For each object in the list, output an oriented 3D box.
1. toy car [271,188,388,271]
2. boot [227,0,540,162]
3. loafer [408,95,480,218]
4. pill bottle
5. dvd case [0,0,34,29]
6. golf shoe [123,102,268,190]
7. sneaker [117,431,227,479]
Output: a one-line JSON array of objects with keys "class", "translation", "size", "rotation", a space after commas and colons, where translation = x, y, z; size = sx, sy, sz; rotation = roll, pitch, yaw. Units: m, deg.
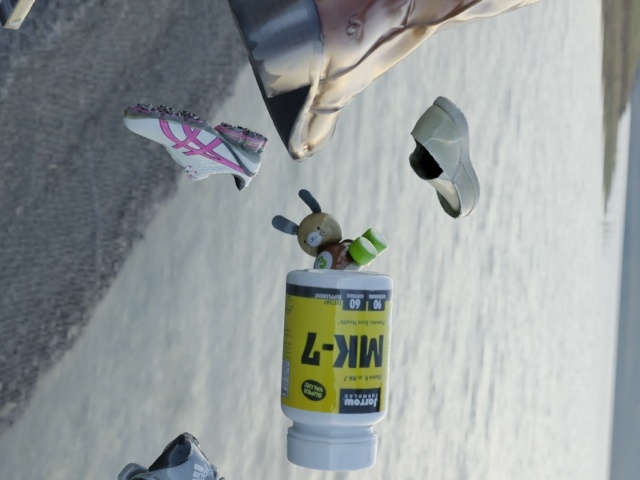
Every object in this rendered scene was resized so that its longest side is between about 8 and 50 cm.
[{"class": "toy car", "translation": [0.000, 0.000, 1.926], "size": [0.188, 0.155, 0.149], "rotation": [48, 22, 3]}, {"class": "boot", "translation": [0.082, -0.170, 0.768], "size": [0.264, 0.280, 0.096], "rotation": [72, -5, -71]}, {"class": "loafer", "translation": [0.198, -0.126, 1.728], "size": [0.102, 0.092, 0.268], "rotation": [51, -12, 39]}, {"class": "pill bottle", "translation": [0.017, 0.138, 1.136], "size": [0.119, 0.119, 0.208], "rotation": [-2, 94, -73]}, {"class": "dvd case", "translation": [-0.198, -0.285, 0.735], "size": [0.018, 0.221, 0.164], "rotation": [-1, 58, -43]}, {"class": "golf shoe", "translation": [-0.159, -0.116, 1.294], "size": [0.086, 0.186, 0.067], "rotation": [-71, -158, 9]}, {"class": "sneaker", "translation": [-0.062, 0.197, 0.710], "size": [0.086, 0.229, 0.132], "rotation": [-42, 122, -44]}]
